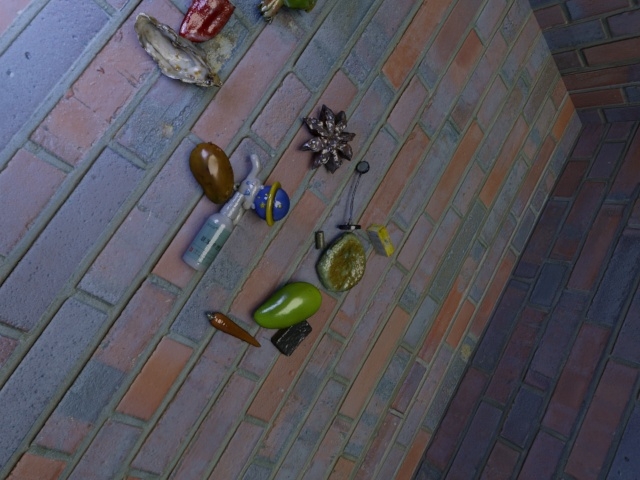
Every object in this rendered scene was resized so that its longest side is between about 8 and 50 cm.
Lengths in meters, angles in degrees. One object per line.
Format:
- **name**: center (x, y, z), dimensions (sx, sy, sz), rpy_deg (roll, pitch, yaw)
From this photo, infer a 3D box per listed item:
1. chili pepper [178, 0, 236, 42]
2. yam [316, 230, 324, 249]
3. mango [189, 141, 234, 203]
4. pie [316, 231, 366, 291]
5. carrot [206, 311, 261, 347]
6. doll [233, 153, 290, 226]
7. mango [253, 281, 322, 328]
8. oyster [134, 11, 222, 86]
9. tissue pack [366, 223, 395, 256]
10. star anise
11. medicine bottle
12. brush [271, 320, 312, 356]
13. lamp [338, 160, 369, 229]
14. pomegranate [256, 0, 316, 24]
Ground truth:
- **chili pepper**: center (-0.435, -0.834, 1.548), dimensions (0.253, 0.136, 0.144), rpy_deg (-57, 169, -1)
- **yam**: center (0.000, 0.000, 2.033), dimensions (0.043, 0.043, 0.094), rpy_deg (-13, 104, -33)
- **mango**: center (-0.431, -0.265, 1.634), dimensions (0.156, 0.151, 0.249), rpy_deg (-12, 115, -1)
- **pie**: center (0.122, 0.122, 2.129), dimensions (0.323, 0.070, 0.323), rpy_deg (-10, 107, -36)
- **carrot**: center (-0.379, 0.400, 1.833), dimensions (0.336, 0.069, 0.069), rpy_deg (42, 75, -36)
- **doll**: center (-0.243, -0.208, 1.758), dimensions (0.159, 0.242, 0.311), rpy_deg (-9, 106, -68)
- **mango**: center (-0.151, 0.305, 1.915), dimensions (0.343, 0.156, 0.192), rpy_deg (-21, 108, -28)
- **oyster**: center (-0.513, -0.677, 1.499), dimensions (0.341, 0.110, 0.166), rpy_deg (15, 123, -34)
- **tissue pack**: center (0.328, -0.001, 2.232), dimensions (0.062, 0.095, 0.176), rpy_deg (-41, 118, -23)
- **star anise**: center (0.046, -0.472, 1.933), dimensions (0.331, 0.117, 0.332), rpy_deg (-10, 109, -31)
- **medicine bottle**: center (-0.419, -0.043, 1.667), dimensions (0.110, 0.110, 0.352), rpy_deg (37, 84, -34)
- **brush**: center (-0.137, 0.461, 2.013), dimensions (0.197, 0.059, 0.123), rpy_deg (-46, 122, -19)
- **lamp**: center (0.184, -0.218, 2.115), dimensions (0.108, 0.130, 0.371), rpy_deg (31, 66, -57)
- **pomegranate**: center (-0.130, -1.020, 1.662), dimensions (0.302, 0.236, 0.236), rpy_deg (-33, 119, 4)
